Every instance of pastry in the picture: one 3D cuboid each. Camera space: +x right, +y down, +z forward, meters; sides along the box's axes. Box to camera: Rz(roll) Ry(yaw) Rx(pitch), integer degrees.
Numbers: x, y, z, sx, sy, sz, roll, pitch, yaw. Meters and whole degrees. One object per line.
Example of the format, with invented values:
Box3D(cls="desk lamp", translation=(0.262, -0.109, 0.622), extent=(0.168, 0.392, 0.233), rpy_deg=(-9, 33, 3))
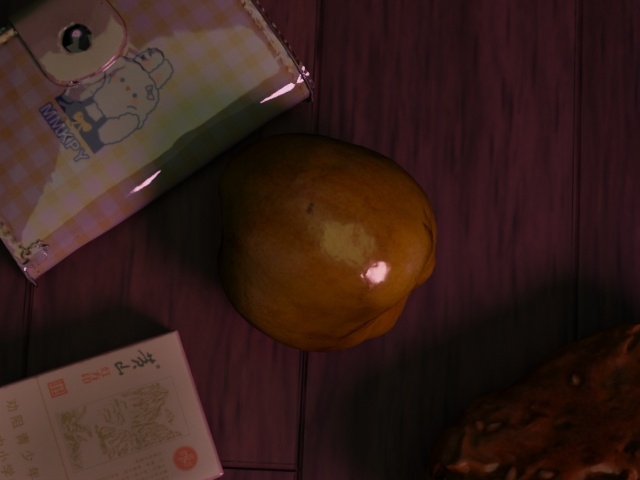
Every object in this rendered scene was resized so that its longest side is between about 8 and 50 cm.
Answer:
Box3D(cls="pastry", translation=(0.248, 0.210, 1.167), extent=(0.311, 0.161, 0.255), rpy_deg=(-24, 44, -11))

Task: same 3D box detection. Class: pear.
Box3D(cls="pear", translation=(0.000, 0.000, 1.186), extent=(0.200, 0.200, 0.199), rpy_deg=(1, 81, -5))

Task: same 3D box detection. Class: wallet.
Box3D(cls="wallet", translation=(-0.188, -0.134, 1.250), extent=(0.310, 0.077, 0.223), rpy_deg=(-34, 89, -9))

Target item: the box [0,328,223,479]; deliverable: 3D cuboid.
Box3D(cls="box", translation=(-0.198, 0.172, 1.203), extent=(0.201, 0.058, 0.141), rpy_deg=(-19, 83, -7))
